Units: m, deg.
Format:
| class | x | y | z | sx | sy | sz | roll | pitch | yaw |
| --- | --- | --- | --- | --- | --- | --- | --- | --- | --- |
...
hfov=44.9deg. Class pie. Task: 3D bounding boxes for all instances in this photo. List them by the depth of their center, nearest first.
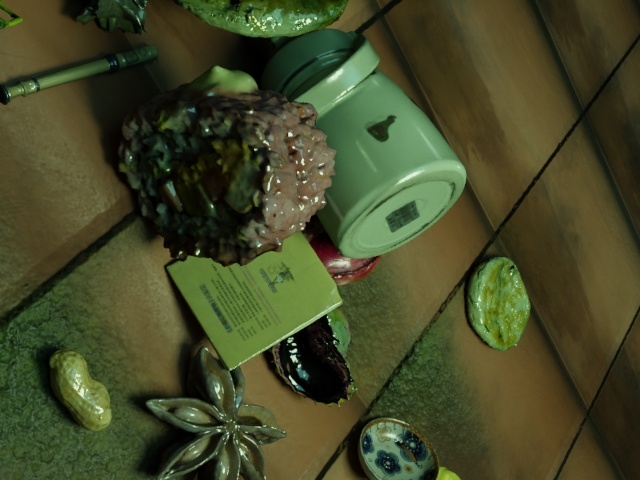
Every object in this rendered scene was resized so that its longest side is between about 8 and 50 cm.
| class | x | y | z | sx | sy | sz | roll | pitch | yaw |
| --- | --- | --- | --- | --- | --- | --- | --- | --- | --- |
| pie | -0.093 | -0.386 | 1.091 | 0.277 | 0.078 | 0.277 | 13 | 48 | -15 |
| pie | 0.350 | 0.125 | 1.520 | 0.187 | 0.041 | 0.186 | 7 | 80 | -42 |

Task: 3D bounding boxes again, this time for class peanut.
| class | x | y | z | sx | sy | sz | roll | pitch | yaw |
| --- | --- | --- | --- | --- | --- | --- | --- | --- | --- |
| peanut | -0.288 | 0.180 | 0.930 | 0.054 | 0.054 | 0.113 | -40 | 111 | -38 |

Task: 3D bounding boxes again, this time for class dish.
| class | x | y | z | sx | sy | sz | roll | pitch | yaw |
| --- | --- | --- | --- | --- | --- | --- | --- | --- | --- |
| dish | 0.113 | 0.367 | 1.256 | 0.141 | 0.078 | 0.141 | 17 | 36 | -13 |

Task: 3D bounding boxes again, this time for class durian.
| class | x | y | z | sx | sy | sz | roll | pitch | yaw |
| --- | --- | --- | --- | --- | --- | --- | --- | --- | --- |
| durian | -0.012 | 0.154 | 1.170 | 0.108 | 0.119 | 0.186 | -68 | 141 | -73 |

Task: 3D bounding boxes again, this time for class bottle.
| class | x | y | z | sx | sy | sz | roll | pitch | yaw |
| --- | --- | --- | --- | --- | --- | --- | --- | --- | --- |
| bottle | 0.034 | -0.173 | 1.115 | 0.229 | 0.229 | 0.351 | -7 | 59 | -43 |

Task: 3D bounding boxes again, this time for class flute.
| class | x | y | z | sx | sy | sz | roll | pitch | yaw |
| --- | --- | --- | --- | --- | --- | --- | --- | --- | --- |
| flute | -0.301 | -0.216 | 0.986 | 0.233 | 0.027 | 0.027 | -30 | 104 | -40 |

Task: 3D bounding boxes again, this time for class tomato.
| class | x | y | z | sx | sy | sz | roll | pitch | yaw |
| --- | --- | --- | --- | --- | --- | --- | --- | --- | --- |
| tomato | 0.000 | 0.000 | 1.189 | 0.173 | 0.099 | 0.189 | -21 | 62 | -29 |

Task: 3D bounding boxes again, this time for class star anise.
| class | x | y | z | sx | sy | sz | roll | pitch | yaw |
| --- | --- | --- | --- | --- | --- | --- | --- | --- | --- |
| star anise | -0.146 | 0.259 | 1.032 | 0.197 | 0.073 | 0.212 | -40 | 108 | -42 |

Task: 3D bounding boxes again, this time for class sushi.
| class | x | y | z | sx | sy | sz | roll | pitch | yaw |
| --- | --- | --- | --- | --- | --- | --- | --- | --- | --- |
| sushi | -0.114 | -0.104 | 0.979 | 0.171 | 0.270 | 0.236 | -32 | 118 | -44 |

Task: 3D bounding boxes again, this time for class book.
| class | x | y | z | sx | sy | sz | roll | pitch | yaw |
| --- | --- | --- | --- | --- | --- | --- | --- | --- | --- |
| book | -0.087 | 0.061 | 1.068 | 0.192 | 0.013 | 0.168 | -29 | 80 | -20 |

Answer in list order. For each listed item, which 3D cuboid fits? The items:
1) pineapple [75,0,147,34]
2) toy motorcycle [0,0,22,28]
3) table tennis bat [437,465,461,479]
| class | x | y | z | sx | sy | sz | roll | pitch | yaw |
| --- | --- | --- | --- | --- | --- | --- | --- | --- | --- |
| pineapple | -0.257 | -0.447 | 0.975 | 0.202 | 0.202 | 0.361 | -7 | 107 | -43 |
| toy motorcycle | -0.312 | -0.350 | 0.843 | 0.142 | 0.343 | 0.206 | -88 | 167 | -66 |
| table tennis bat | 0.141 | 0.541 | 1.269 | 0.224 | 0.054 | 0.368 | 49 | 59 | -27 |
